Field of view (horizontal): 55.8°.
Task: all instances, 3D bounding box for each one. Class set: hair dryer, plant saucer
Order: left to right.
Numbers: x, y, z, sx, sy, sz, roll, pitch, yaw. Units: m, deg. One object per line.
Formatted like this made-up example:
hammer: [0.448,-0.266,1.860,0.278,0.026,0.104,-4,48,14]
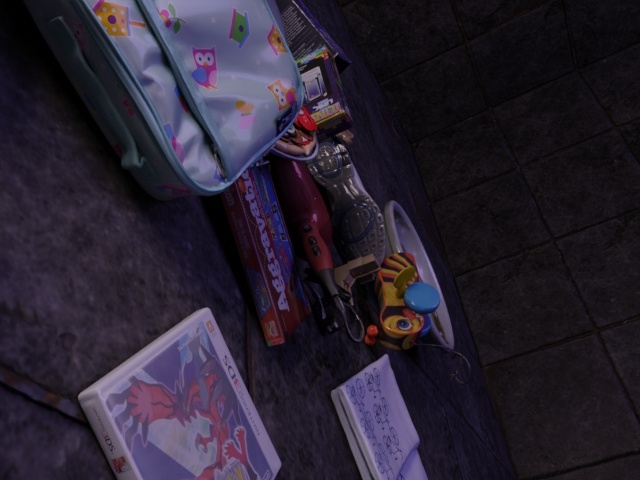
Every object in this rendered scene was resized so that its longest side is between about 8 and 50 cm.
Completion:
hair dryer: [0.000,0.000,0.872,0.294,0.080,0.223,65,-11,4]
plant saucer: [0.216,0.100,1.510,0.400,0.100,0.400,58,18,-31]

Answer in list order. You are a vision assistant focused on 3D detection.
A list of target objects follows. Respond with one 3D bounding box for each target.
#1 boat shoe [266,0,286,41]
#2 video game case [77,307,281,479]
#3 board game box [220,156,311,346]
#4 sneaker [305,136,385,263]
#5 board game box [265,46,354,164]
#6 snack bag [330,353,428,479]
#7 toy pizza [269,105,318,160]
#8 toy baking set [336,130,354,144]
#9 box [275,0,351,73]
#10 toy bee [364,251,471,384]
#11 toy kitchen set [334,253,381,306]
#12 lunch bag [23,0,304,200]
boat shoe: [-0.172,-0.420,0.949,0.306,0.105,0.113,46,30,-38]
video game case: [-0.105,0.170,0.522,0.184,0.023,0.201,66,16,-5]
board game box: [-0.078,-0.018,0.788,0.145,0.027,0.281,-37,111,-73]
sneaker: [0.067,-0.077,1.264,0.129,0.111,0.297,25,45,-74]
board game box: [-0.044,-0.211,0.958,0.048,0.170,0.141,44,29,-58]
snack bag: [0.128,0.371,0.982,0.343,0.037,0.323,70,16,9]
toy pizza: [-0.073,-0.190,0.816,0.201,0.032,0.201,36,29,-24]
toy baking set: [-0.018,-0.286,1.266,0.256,0.030,0.197,35,14,-20]
box: [-0.053,-0.408,1.215,0.207,0.108,0.153,51,16,0]
toy bee: [0.154,0.138,1.169,0.298,0.162,0.195,-127,-144,-62]
toy kitchen set: [0.077,0.083,1.114,0.068,0.083,0.075,50,24,-45]
lunch bag: [-0.140,-0.184,0.597,0.224,0.107,0.279,-54,127,-40]
